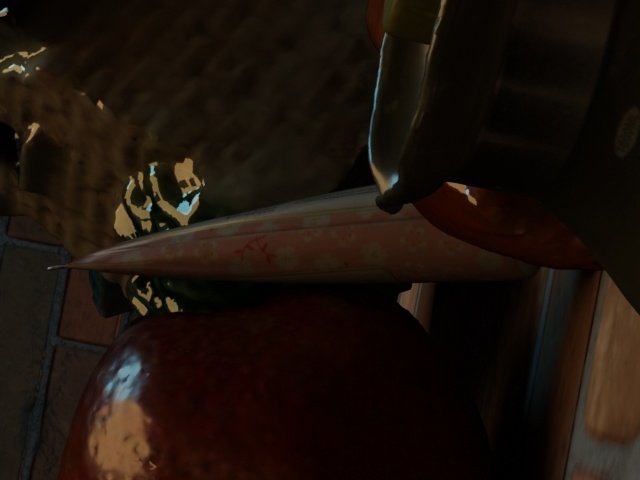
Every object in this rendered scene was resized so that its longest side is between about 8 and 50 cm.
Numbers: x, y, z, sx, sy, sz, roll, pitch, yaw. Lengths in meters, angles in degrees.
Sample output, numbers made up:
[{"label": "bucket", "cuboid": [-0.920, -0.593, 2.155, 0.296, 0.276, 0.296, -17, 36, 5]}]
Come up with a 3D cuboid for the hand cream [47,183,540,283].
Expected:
[{"label": "hand cream", "cuboid": [0.000, 0.000, 0.756, 0.067, 0.210, 0.043, -16, -80, -64]}]

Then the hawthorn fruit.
[{"label": "hawthorn fruit", "cuboid": [-0.009, 0.122, 0.774, 0.185, 0.185, 0.202, 108, 143, -60]}]

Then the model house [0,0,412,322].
[{"label": "model house", "cuboid": [-0.083, -0.054, 1.002, 0.243, 0.284, 0.298, -47, -15, -28]}]

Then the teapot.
[{"label": "teapot", "cuboid": [0.077, -0.058, 0.392, 0.130, 0.119, 0.165, -89, 11, -63]}]

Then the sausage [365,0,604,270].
[{"label": "sausage", "cuboid": [0.070, -0.070, 0.687, 0.348, 0.097, 0.094, -91, 23, -73]}]
